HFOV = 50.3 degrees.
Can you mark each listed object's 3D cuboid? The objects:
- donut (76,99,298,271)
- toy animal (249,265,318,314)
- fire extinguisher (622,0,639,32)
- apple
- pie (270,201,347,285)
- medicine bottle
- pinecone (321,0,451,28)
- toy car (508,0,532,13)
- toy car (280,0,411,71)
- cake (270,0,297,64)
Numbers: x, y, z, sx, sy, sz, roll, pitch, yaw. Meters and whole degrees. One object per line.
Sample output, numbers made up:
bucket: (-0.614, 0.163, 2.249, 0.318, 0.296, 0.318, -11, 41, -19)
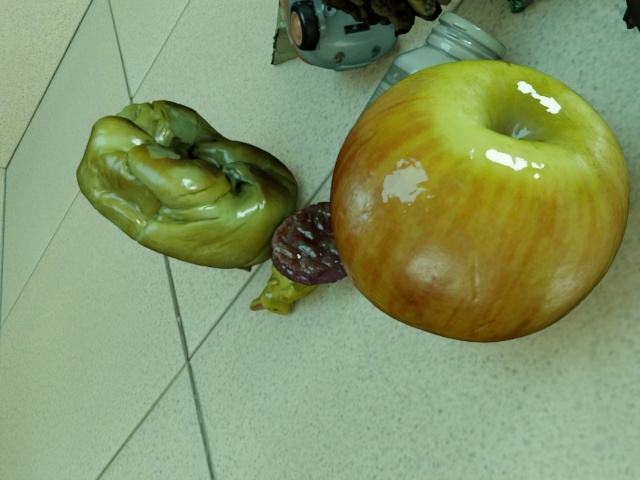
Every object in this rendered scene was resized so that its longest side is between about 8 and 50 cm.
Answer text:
donut: (-0.206, -0.098, 1.095, 0.170, 0.360, 0.360, -64, 35, 19)
toy animal: (-0.058, 0.078, 1.065, 0.159, 0.083, 0.070, -45, 68, 46)
fire extinguisher: (0.347, -0.164, 0.614, 0.141, 0.105, 0.341, 123, 154, -46)
apple: (0.147, -0.037, 0.665, 0.233, 0.286, 0.286, 104, 158, -47)
pie: (0.000, 0.000, 0.977, 0.154, 0.036, 0.154, -7, 49, 8)
medicine bottle: (0.135, -0.170, 0.860, 0.215, 0.135, 0.135, -58, 37, 16)
pinecone: (0.068, -0.386, 0.821, 0.257, 0.243, 0.243, 21, 90, 14)
toy car: (0.227, -0.348, 0.885, 0.055, 0.069, 0.142, -49, 40, 20)
toy car: (0.014, -0.400, 1.057, 0.212, 0.180, 0.271, -151, 49, -68)
cake: (-0.066, -0.394, 1.251, 0.220, 0.116, 0.086, 4, 82, 52)
